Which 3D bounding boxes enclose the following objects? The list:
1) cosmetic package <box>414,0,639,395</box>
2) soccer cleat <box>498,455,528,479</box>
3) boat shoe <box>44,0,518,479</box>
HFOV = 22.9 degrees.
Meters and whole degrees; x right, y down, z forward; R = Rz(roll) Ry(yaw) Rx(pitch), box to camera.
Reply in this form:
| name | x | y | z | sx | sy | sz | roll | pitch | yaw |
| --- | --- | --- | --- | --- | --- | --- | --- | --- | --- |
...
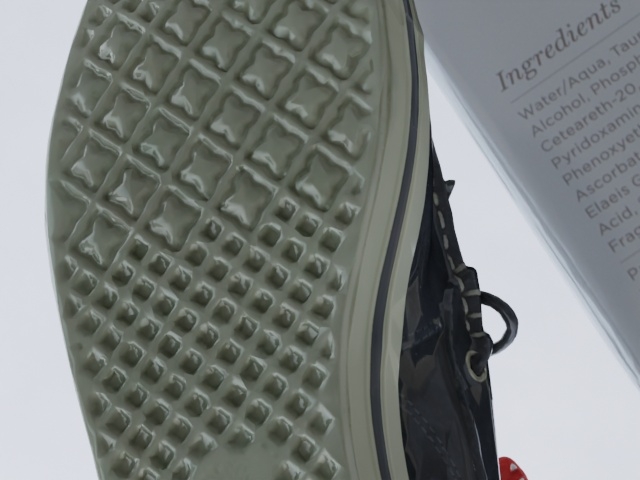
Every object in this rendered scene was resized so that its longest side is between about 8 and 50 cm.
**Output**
| name | x | y | z | sx | sy | sz | roll | pitch | yaw |
| --- | --- | --- | --- | --- | --- | --- | --- | --- | --- |
| cosmetic package | 0.272 | -0.109 | 1.069 | 0.394 | 0.327 | 0.329 | 59 | -171 | 23 |
| soccer cleat | 0.143 | 0.191 | 1.111 | 0.083 | 0.029 | 0.035 | 63 | -170 | 18 |
| boat shoe | -0.010 | 0.054 | 0.726 | 0.156 | 0.186 | 0.500 | 24 | -124 | -65 |
